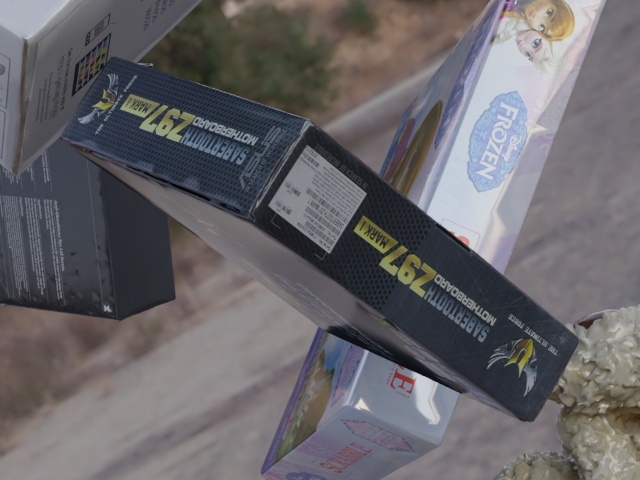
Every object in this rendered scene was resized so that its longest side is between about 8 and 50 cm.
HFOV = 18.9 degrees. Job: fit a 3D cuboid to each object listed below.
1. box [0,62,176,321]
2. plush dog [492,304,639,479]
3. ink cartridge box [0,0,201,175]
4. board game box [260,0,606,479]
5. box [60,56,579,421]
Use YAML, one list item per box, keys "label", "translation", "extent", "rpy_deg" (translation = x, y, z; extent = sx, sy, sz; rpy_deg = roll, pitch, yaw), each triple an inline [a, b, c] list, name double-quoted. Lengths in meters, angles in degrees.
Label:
- label: "box"
  translation: [-0.264, -0.058, 2.072]
  extent: [0.184, 0.261, 0.103]
  rpy_deg: [7, 18, 39]
- label: "plush dog"
  translation: [0.193, 0.198, 1.355]
  extent: [0.225, 0.210, 0.262]
  rpy_deg: [-37, -21, -1]
- label: "ink cartridge box"
  translation: [-0.200, -0.235, 1.088]
  extent: [0.272, 0.309, 0.130]
  rpy_deg: [-48, -13, -31]
- label: "board game box"
  translation: [0.068, 0.010, 1.325]
  extent: [0.318, 0.066, 0.318]
  rpy_deg: [128, 164, -71]
- label: "box"
  translation: [0.000, 0.000, 1.005]
  extent: [0.183, 0.233, 0.059]
  rpy_deg: [23, 78, 51]
